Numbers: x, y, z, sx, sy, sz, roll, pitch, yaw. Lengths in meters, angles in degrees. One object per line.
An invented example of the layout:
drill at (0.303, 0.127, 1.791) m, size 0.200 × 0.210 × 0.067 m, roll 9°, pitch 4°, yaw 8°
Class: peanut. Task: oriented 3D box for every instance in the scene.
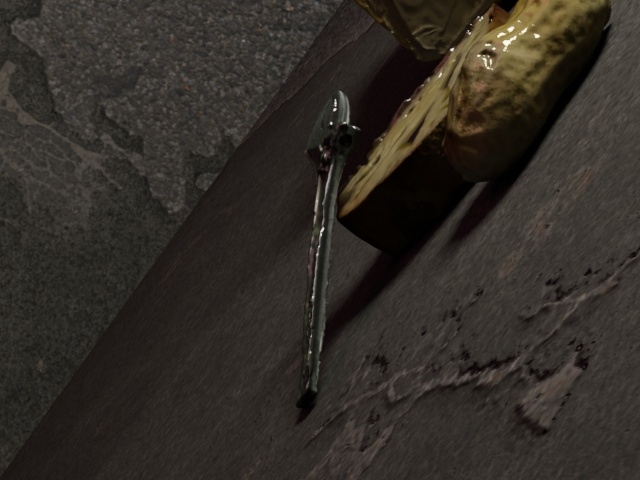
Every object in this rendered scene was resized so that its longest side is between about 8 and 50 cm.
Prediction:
peanut at (0.174, -0.143, 1.655) m, size 0.214 × 0.099 × 0.099 m, roll -49°, pitch 8°, yaw -14°

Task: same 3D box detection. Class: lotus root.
lotus root at (0.116, -0.104, 1.799) m, size 0.260 × 0.074 × 0.170 m, roll -52°, pitch 10°, yaw -2°

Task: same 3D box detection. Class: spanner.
spanner at (0.000, 0.000, 1.772) m, size 0.093 × 0.026 × 0.325 m, roll 134°, pitch 148°, yaw -56°

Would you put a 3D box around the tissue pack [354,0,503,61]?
tissue pack at (0.168, -0.422, 2.257) m, size 0.293 × 0.228 × 0.382 m, roll -48°, pitch 12°, yaw 27°
